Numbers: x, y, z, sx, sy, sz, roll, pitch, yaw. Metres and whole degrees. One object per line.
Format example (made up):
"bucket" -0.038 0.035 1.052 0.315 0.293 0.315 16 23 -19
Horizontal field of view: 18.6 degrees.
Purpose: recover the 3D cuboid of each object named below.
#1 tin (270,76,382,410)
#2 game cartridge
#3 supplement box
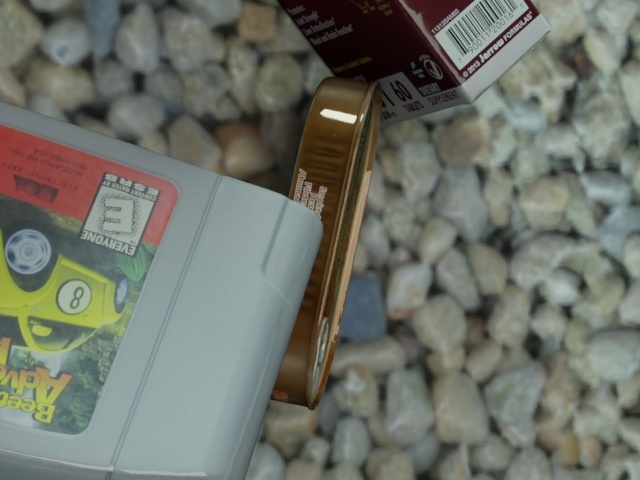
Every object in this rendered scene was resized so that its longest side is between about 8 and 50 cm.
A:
"tin" 0.000 0.000 1.100 0.040 0.106 0.190 10 80 11
"game cartridge" -0.161 0.026 0.977 0.294 0.060 0.196 18 60 -1
"supplement box" 0.010 -0.183 1.102 0.073 0.130 0.239 -42 102 -20
